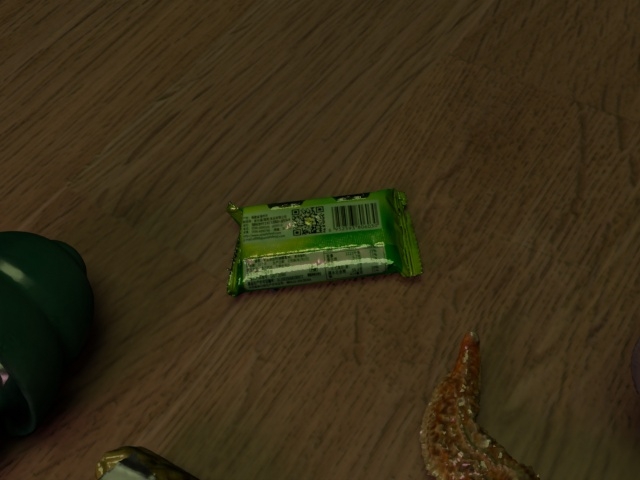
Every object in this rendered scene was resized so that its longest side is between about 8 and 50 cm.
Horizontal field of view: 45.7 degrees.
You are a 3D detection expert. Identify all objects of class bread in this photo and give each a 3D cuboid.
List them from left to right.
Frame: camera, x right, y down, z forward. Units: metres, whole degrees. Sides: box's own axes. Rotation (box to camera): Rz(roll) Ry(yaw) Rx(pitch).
[{"bbox_3d":[-0.113,0.199,0.566,0.110,0.066,0.060,20,47,22],"label":"bread"}]

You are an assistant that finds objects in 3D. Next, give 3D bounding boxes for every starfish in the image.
[{"bbox_3d":[0.160,0.237,0.497,0.294,0.084,0.301,24,58,23],"label":"starfish"}]

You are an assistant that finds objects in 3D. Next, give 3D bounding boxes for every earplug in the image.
[{"bbox_3d":[-0.321,0.100,0.635,0.258,0.163,0.280,-7,31,48],"label":"earplug"}]

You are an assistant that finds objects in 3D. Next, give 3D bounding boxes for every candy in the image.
[{"bbox_3d":[0.000,0.001,0.711,0.179,0.032,0.102,-7,58,1],"label":"candy"}]

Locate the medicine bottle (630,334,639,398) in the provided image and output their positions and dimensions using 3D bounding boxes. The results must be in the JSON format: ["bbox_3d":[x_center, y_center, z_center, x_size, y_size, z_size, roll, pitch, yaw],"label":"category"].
[{"bbox_3d":[0.393,-0.010,0.540,0.224,0.224,0.384,31,61,25],"label":"medicine bottle"}]

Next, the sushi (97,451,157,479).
[{"bbox_3d":[-0.141,0.325,0.449,0.292,0.059,0.294,-32,65,-28],"label":"sushi"}]
